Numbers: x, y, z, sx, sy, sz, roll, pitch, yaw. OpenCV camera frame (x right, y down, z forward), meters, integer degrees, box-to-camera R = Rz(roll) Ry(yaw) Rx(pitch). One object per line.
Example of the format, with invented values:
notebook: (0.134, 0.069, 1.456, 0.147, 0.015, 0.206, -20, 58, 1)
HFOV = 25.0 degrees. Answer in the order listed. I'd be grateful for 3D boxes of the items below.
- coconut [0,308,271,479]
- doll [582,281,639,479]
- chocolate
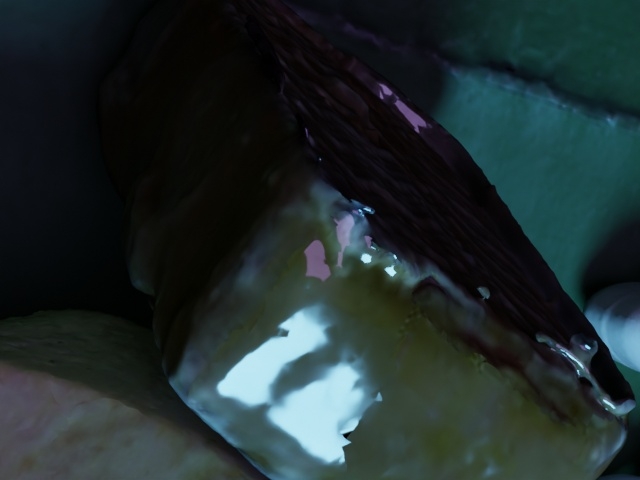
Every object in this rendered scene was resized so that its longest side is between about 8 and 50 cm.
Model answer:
coconut: (-0.105, 0.155, 0.445, 0.259, 0.259, 0.259, -6, 105, -23)
doll: (0.169, 0.082, 0.642, 0.161, 0.059, 0.160, -48, 118, -6)
chocolate: (0.000, 0.000, 0.475, 0.148, 0.214, 0.093, 37, 103, -29)
